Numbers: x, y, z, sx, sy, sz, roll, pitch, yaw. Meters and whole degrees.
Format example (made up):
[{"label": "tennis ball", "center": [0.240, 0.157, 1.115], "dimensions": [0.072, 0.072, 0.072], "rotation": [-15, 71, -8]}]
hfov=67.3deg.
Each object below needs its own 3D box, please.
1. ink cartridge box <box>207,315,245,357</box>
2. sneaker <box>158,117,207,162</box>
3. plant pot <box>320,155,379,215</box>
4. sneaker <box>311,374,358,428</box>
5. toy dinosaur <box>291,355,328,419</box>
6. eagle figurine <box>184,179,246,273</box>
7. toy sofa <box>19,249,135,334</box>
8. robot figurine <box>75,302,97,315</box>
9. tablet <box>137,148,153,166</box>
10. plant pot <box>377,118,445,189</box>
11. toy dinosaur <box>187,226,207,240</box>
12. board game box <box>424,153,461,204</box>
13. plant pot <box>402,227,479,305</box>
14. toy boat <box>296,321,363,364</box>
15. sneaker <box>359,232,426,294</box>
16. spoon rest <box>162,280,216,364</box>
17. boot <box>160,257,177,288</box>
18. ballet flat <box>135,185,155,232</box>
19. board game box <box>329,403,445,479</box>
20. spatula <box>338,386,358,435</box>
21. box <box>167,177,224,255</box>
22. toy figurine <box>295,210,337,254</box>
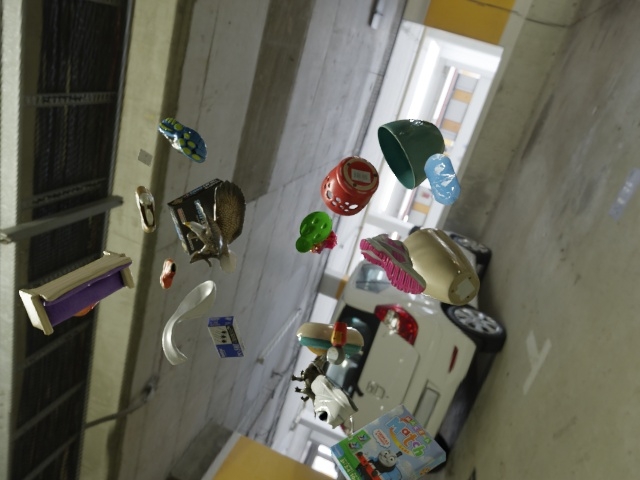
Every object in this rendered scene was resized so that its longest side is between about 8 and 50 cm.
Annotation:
[{"label": "ink cartridge box", "center": [-0.362, 0.376, 1.861], "dimensions": [0.046, 0.097, 0.207], "rotation": [-92, -4, -47]}, {"label": "sneaker", "center": [-0.362, -0.266, 1.297], "dimensions": [0.067, 0.188, 0.078], "rotation": [-47, -29, -10]}, {"label": "plant pot", "center": [0.116, -0.210, 1.792], "dimensions": [0.191, 0.191, 0.174], "rotation": [-63, 7, -31]}, {"label": "sneaker", "center": [0.021, 0.597, 1.791], "dimensions": [0.129, 0.111, 0.297], "rotation": [-42, 14, -15]}, {"label": "toy dinosaur", "center": [-0.039, 0.689, 2.275], "dimensions": [0.121, 0.160, 0.313], "rotation": [17, -115, -51]}, {"label": "eagle figurine", "center": [-0.376, -0.034, 1.716], "dimensions": [0.225, 0.226, 0.298], "rotation": [3, -41, -38]}, {"label": "toy sofa", "center": [-0.850, 0.181, 1.734], "dimensions": [0.362, 0.177, 0.150], "rotation": [-36, -53, -48]}, {"label": "robot figurine", "center": [-1.034, 0.243, 2.100], "dimensions": [0.219, 0.158, 0.128], "rotation": [-66, -3, -56]}, {"label": "tablet", "center": [-0.784, -0.371, 2.150], "dimensions": [0.083, 0.006, 0.054], "rotation": [37, -116, -65]}, {"label": "plant pot", "center": [0.389, -0.377, 1.957], "dimensions": [0.195, 0.290, 0.290], "rotation": [-28, -17, -5]}, {"label": "toy dinosaur", "center": [-0.466, -0.012, 2.012], "dimensions": [0.268, 0.064, 0.118], "rotation": [-40, -48, -74]}, {"label": "board game box", "center": [0.406, -0.201, 1.557], "dimensions": [0.033, 0.168, 0.133], "rotation": [-19, -1, -26]}, {"label": "plant pot", "center": [0.448, 0.117, 1.755], "dimensions": [0.274, 0.256, 0.256], "rotation": [47, 122, 62]}, {"label": "toy boat", "center": [0.042, 0.391, 1.822], "dimensions": [0.318, 0.268, 0.148], "rotation": [123, 157, -75]}, {"label": "sneaker", "center": [0.245, 0.060, 1.512], "dimensions": [0.111, 0.252, 0.103], "rotation": [-34, -22, -28]}, {"label": "spoon rest", "center": [-0.379, 0.217, 1.382], "dimensions": [0.084, 0.137, 0.276], "rotation": [49, -148, -29]}, {"label": "boot", "center": [-0.758, 0.174, 2.411], "dimensions": [0.059, 0.085, 0.158], "rotation": [5, -84, -40]}, {"label": "ballet flat", "center": [-0.817, -0.154, 2.271], "dimensions": [0.073, 0.080, 0.232], "rotation": [-20, 83, 59]}, {"label": "board game box", "center": [0.152, 0.489, 1.101], "dimensions": [0.211, 0.160, 0.039], "rotation": [-23, -54, -21]}, {"label": "spatula", "center": [0.122, 0.726, 1.938], "dimensions": [0.084, 0.030, 0.296], "rotation": [-57, 36, 34]}, {"label": "box", "center": [-0.581, -0.119, 2.393], "dimensions": [0.293, 0.073, 0.295], "rotation": [-34, -47, -32]}, {"label": "toy figurine", "center": [0.000, 0.000, 1.791], "dimensions": [0.173, 0.130, 0.159], "rotation": [-57, -33, -8]}]
